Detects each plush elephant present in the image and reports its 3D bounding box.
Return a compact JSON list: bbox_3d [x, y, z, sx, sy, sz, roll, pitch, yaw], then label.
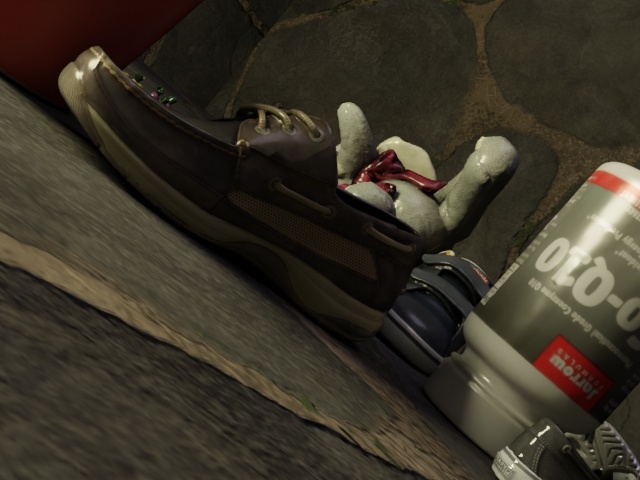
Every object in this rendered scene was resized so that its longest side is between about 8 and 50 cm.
[{"bbox_3d":[0.077,-0.068,1.319,0.255,0.272,0.330,55,-22,28],"label":"plush elephant"}]

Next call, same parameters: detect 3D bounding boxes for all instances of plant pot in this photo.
[{"bbox_3d":[-0.208,-0.260,0.775,0.275,0.243,0.275,40,4,-3],"label":"plant pot"}]

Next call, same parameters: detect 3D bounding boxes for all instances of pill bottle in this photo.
[{"bbox_3d":[0.240,0.079,0.898,0.161,0.283,0.161,40,3,-3],"label":"pill bottle"}]

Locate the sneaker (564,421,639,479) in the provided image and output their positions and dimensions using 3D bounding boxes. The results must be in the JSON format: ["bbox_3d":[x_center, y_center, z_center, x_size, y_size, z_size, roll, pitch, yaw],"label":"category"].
[{"bbox_3d":[0.278,0.217,1.124,0.235,0.094,0.153,30,10,13],"label":"sneaker"}]

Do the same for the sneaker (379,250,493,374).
[{"bbox_3d":[0.146,0.078,1.172,0.126,0.127,0.321,45,9,11],"label":"sneaker"}]

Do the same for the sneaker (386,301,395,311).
[{"bbox_3d":[0.000,0.000,1.067,0.234,0.078,0.106,39,5,18],"label":"sneaker"}]

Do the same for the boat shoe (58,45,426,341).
[{"bbox_3d":[-0.049,-0.054,0.771,0.355,0.130,0.132,38,4,-36],"label":"boat shoe"}]

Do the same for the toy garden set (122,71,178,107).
[{"bbox_3d":[-0.223,-0.185,1.297,0.204,0.049,0.244,41,3,17],"label":"toy garden set"}]

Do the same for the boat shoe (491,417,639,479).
[{"bbox_3d":[0.241,0.222,0.808,0.228,0.076,0.080,38,4,-22],"label":"boat shoe"}]

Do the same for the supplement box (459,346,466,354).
[{"bbox_3d":[0.214,0.163,1.245,0.056,0.083,0.083,41,2,3],"label":"supplement box"}]
